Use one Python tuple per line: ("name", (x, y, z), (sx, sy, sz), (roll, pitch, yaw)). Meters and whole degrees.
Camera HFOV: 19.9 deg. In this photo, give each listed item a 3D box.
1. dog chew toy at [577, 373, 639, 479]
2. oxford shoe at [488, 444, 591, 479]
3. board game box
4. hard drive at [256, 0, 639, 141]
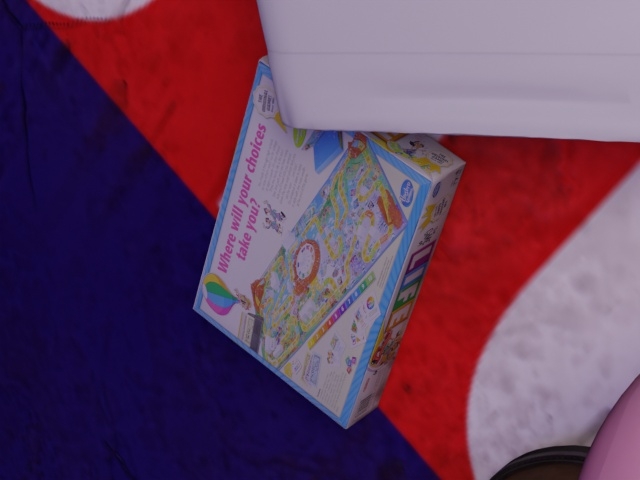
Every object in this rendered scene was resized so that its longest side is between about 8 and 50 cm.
("dog chew toy", (0.191, 0.190, 0.598), (0.207, 0.207, 0.331), (-10, 82, 45))
("oxford shoe", (0.066, 0.163, 0.825), (0.227, 0.096, 0.083), (-39, 81, 44))
("board game box", (0.000, 0.000, 0.846), (0.103, 0.026, 0.154), (37, 132, 22))
("hard drive", (0.046, -0.211, 0.654), (0.233, 0.047, 0.353), (5, 115, 41))
